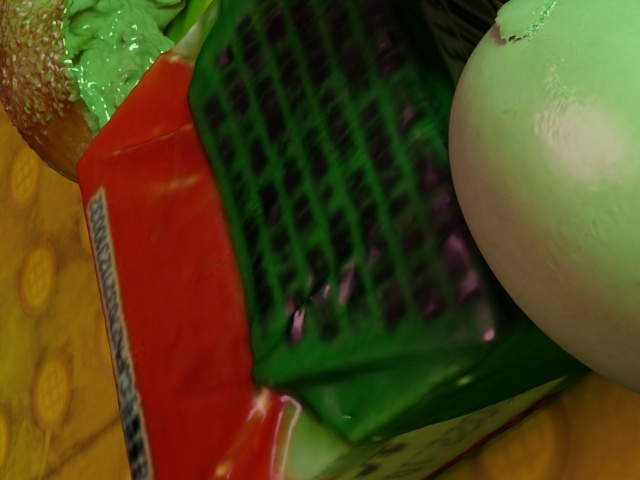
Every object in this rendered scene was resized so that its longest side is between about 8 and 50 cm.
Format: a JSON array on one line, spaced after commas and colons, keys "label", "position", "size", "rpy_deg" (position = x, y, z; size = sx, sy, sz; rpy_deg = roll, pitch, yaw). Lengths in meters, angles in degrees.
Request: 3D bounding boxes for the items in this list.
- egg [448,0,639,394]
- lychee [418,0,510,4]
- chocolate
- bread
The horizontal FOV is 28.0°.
[{"label": "egg", "position": [0.174, -0.020, 0.595], "size": [0.186, 0.253, 0.186], "rpy_deg": [-52, 3, 4]}, {"label": "lychee", "position": [0.132, -0.237, 0.671], "size": [0.274, 0.255, 0.255], "rpy_deg": [-55, 44, 17]}, {"label": "chocolate", "position": [0.000, 0.000, 0.848], "size": [0.341, 0.161, 0.360], "rpy_deg": [-43, 50, 37]}, {"label": "bread", "position": [-0.210, -0.191, 1.147], "size": [0.192, 0.171, 0.314], "rpy_deg": [-15, 69, 44]}]
